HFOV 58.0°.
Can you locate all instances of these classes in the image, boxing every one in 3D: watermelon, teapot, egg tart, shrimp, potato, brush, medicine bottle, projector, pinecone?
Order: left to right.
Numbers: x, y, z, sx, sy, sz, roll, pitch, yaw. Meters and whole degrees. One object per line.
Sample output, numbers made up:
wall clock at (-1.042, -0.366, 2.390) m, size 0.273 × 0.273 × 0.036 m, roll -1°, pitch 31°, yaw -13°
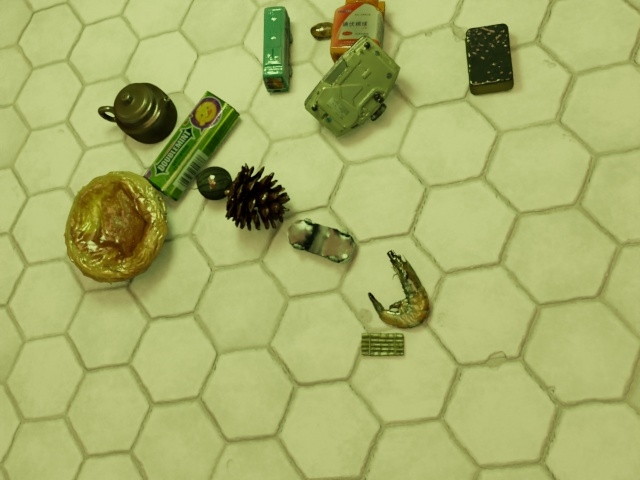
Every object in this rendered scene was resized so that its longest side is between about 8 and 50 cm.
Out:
egg tart at (-0.617, -0.038, 1.776) m, size 0.353 × 0.150 × 0.351 m, roll -2°, pitch 81°, yaw 11°
teapot at (-0.592, -0.423, 1.854) m, size 0.268 × 0.175 × 0.185 m, roll -6°, pitch 73°, yaw 14°
watermelon at (-0.334, -0.171, 1.752) m, size 0.133 × 0.105 × 0.105 m, roll -15°, pitch 72°, yaw -11°
pinecone at (-0.182, -0.116, 1.667) m, size 0.208 × 0.208 × 0.207 m, roll -4°, pitch 75°, yaw 14°
potato at (0.008, -0.666, 1.824) m, size 0.084 × 0.040 × 0.051 m, roll -5°, pitch 80°, yaw 15°
projector at (0.102, -0.430, 1.669) m, size 0.194 × 0.088 × 0.269 m, roll 40°, pitch 104°, yaw -13°
medicine bottle at (0.116, -0.645, 1.752) m, size 0.150 × 0.112 × 0.221 m, roll 4°, pitch 78°, yaw 14°
shrimp at (0.204, 0.137, 1.568) m, size 0.150 × 0.051 × 0.217 m, roll -26°, pitch 75°, yaw 15°
brush at (0.482, -0.521, 1.652) m, size 0.123 × 0.059 × 0.197 m, roll -5°, pitch 75°, yaw 15°

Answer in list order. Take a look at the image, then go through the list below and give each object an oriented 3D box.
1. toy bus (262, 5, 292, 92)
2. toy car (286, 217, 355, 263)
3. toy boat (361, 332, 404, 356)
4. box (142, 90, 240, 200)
toy bus at (-0.139, -0.601, 1.816) m, size 0.091 × 0.109 × 0.261 m, roll -3°, pitch 76°, yaw 8°
toy car at (0.000, 0.000, 1.650) m, size 0.205 × 0.056 × 0.095 m, roll 18°, pitch 81°, yaw 22°
toy boat at (0.167, 0.280, 1.556) m, size 0.115 × 0.016 × 0.063 m, roll -3°, pitch 75°, yaw 15°
box at (-0.408, -0.296, 1.811) m, size 0.134 × 0.097 × 0.345 m, roll 36°, pitch 88°, yaw 22°
